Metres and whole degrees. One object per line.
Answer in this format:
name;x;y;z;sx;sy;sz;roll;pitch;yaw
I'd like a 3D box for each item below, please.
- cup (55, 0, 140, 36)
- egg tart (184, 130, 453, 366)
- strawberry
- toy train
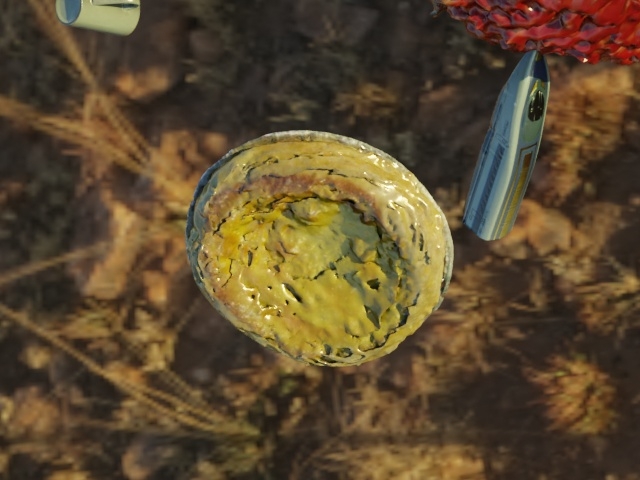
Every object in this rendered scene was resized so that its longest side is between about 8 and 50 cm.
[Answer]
cup;-0.245;-0.258;1.773;0.075;0.083;0.054;25;106;40
egg tart;0.000;0.000;1.360;0.234;0.094;0.234;5;125;8
strawberry;0.250;-0.325;1.565;0.292;0.344;0.292;180;90;-65
toy train;0.212;-0.105;1.718;0.048;0.055;0.251;51;146;33
